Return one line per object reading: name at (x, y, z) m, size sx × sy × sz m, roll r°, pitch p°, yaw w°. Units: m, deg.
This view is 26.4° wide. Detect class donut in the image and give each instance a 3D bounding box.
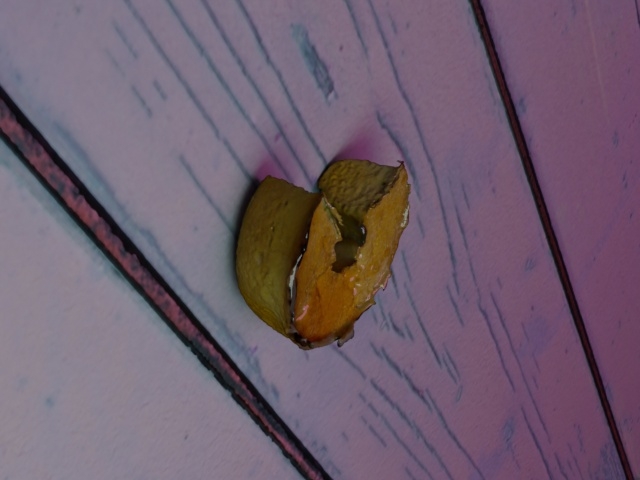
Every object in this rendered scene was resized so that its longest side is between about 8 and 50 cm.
donut at (-0.001, 0.010, 1.035) m, size 0.181 × 0.078 × 0.146 m, roll -26°, pitch 132°, yaw -58°
